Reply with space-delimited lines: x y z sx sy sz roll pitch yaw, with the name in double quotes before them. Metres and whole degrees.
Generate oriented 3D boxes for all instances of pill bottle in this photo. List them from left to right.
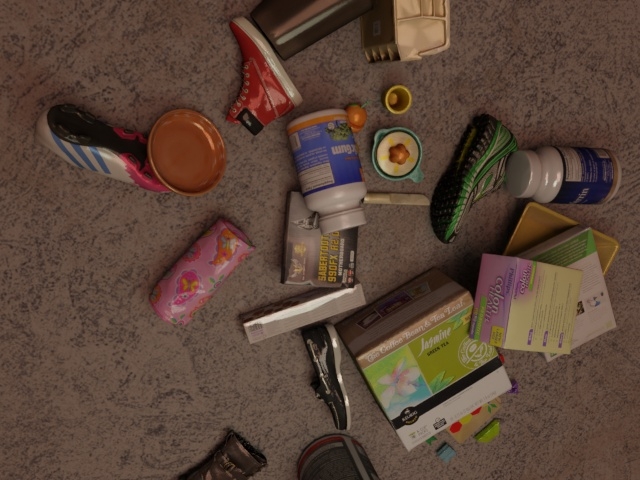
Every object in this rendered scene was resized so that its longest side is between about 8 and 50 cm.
"pill bottle" 0.023 -0.157 1.437 0.152 0.152 0.272 -15 89 -9
"pill bottle" 0.072 0.690 1.596 0.210 0.363 0.210 -3 105 -12
"pill bottle" 0.638 -0.173 1.620 0.264 0.153 0.153 1 104 -13

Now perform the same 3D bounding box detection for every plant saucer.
"plant saucer" -0.308 -0.199 1.403 0.200 0.037 0.200 4 84 -41
"plant saucer" 0.626 0.091 1.724 0.332 0.081 0.333 21 98 -18

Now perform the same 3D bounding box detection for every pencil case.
"pencil case" -0.288 0.079 1.483 0.124 0.124 0.284 41 93 -20

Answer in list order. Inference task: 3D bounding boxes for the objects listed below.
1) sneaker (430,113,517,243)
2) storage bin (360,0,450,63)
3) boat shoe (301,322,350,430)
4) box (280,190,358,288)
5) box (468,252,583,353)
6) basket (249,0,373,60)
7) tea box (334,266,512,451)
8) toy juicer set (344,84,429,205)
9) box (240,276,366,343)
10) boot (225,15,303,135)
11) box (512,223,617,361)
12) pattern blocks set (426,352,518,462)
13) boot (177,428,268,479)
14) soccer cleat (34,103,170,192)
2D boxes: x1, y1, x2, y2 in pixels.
"sneaker" 0.403 -0.142 1.581 0.146 0.134 0.344 25 97 -19
"storage bin" 0.179 -0.532 1.356 0.123 0.262 0.260 -8 106 -11
"boat shoe" 0.015 0.372 1.639 0.091 0.114 0.303 -13 95 -11
"box" 0.000 0.000 1.530 0.183 0.056 0.231 5 87 -16
"box" 0.504 0.156 1.500 0.243 0.117 0.214 10 89 -31
"basket" -0.032 -0.523 1.366 0.227 0.154 0.204 -36 68 5
"tea box" 0.267 0.305 1.619 0.329 0.220 0.324 -31 109 -5
"toy juicer set" 0.156 -0.204 1.528 0.209 0.089 0.329 -19 108 -8
"box" -0.045 0.180 1.593 0.324 0.063 0.067 -19 109 -8
"boot" -0.175 -0.371 1.408 0.176 0.088 0.244 -35 113 -1
"box" 0.667 0.145 1.678 0.232 0.058 0.322 -25 110 -6
"pattern blocks set" 0.441 0.501 1.799 0.324 0.026 0.285 -35 118 -4
"boot" -0.236 0.667 1.660 0.229 0.091 0.263 -37 107 -2
"soccer cleat" -0.475 -0.197 1.378 0.331 0.143 0.116 28 58 -36
